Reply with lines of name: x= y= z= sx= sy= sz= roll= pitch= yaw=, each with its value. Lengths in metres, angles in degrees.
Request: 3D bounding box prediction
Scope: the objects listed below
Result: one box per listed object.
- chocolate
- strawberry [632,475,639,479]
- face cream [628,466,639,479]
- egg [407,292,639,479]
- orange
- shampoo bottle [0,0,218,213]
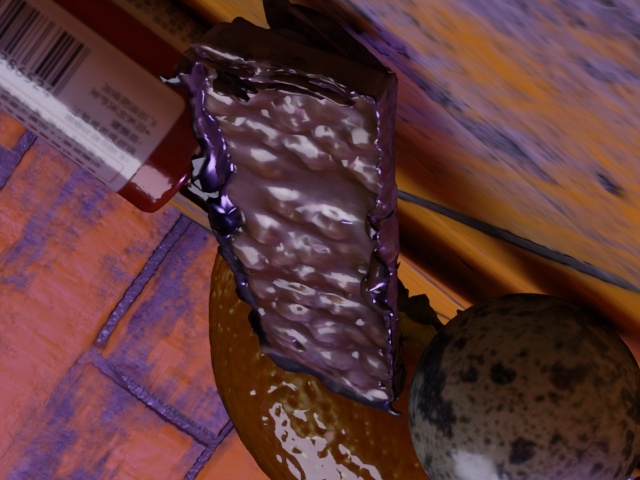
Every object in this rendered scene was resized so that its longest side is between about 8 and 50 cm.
chocolate: x=0.000 y=-0.006 z=0.757 sx=0.102 sy=0.065 sz=0.329 roll=24 pitch=158 yaw=15
strawberry: x=0.295 y=0.220 z=1.092 sx=0.174 sy=0.098 sz=0.228 roll=33 pitch=178 yaw=32
face cream: x=0.194 y=0.192 z=1.629 sx=0.420 sy=0.137 sz=0.235 roll=22 pitch=170 yaw=18
egg: x=0.120 y=0.097 z=0.891 sx=0.132 sy=0.132 sz=0.172 roll=34 pitch=-174 yaw=21
orange: x=0.057 y=0.110 z=1.134 sx=0.334 sy=0.196 sz=0.262 roll=33 pitch=-156 yaw=0
shampoo bottle: x=-0.110 y=-0.088 z=0.856 sx=0.278 sy=0.104 sz=0.104 roll=37 pitch=175 yaw=-11
